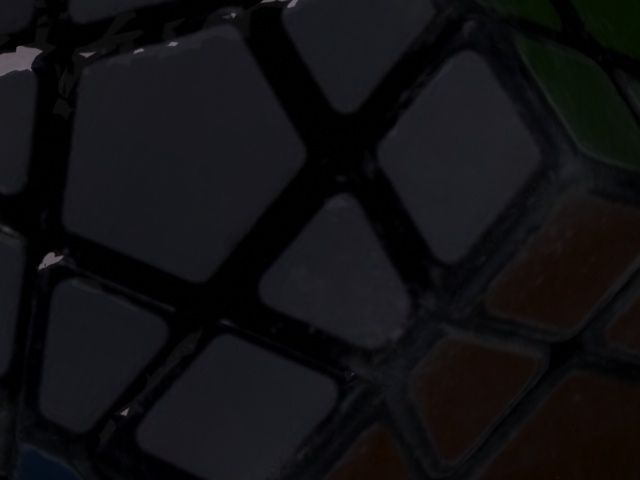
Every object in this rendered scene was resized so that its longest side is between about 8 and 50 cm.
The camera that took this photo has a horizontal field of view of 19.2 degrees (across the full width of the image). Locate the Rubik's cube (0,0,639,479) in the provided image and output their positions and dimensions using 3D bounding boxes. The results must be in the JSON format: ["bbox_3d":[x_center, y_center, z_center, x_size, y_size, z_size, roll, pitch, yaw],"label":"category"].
[{"bbox_3d":[0.000,0.000,0.598,0.319,0.319,0.264,-18,33,56],"label":"Rubik's cube"}]
